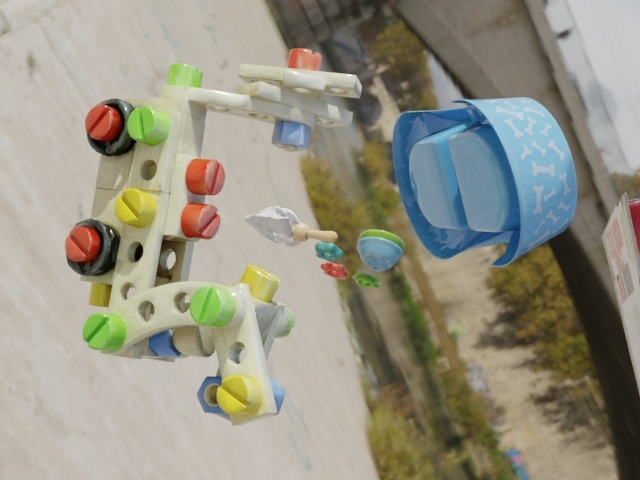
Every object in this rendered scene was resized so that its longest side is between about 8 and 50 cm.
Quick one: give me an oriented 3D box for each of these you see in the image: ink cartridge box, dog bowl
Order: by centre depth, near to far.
[{"bbox_3d":[0.162,-0.066,1.086,0.297,0.074,0.166,-175,-111,-73],"label":"dog bowl"},{"bbox_3d":[0.513,0.095,1.530,0.272,0.130,0.309,55,25,-74],"label":"ink cartridge box"}]

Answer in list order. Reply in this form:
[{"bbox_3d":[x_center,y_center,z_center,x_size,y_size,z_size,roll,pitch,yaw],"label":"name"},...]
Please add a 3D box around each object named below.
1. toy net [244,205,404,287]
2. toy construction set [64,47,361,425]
[{"bbox_3d":[0.000,0.000,1.534,0.122,0.232,0.045,132,-23,-62],"label":"toy net"},{"bbox_3d":[-0.090,-0.022,0.863,0.151,0.215,0.327,43,58,-54],"label":"toy construction set"}]
